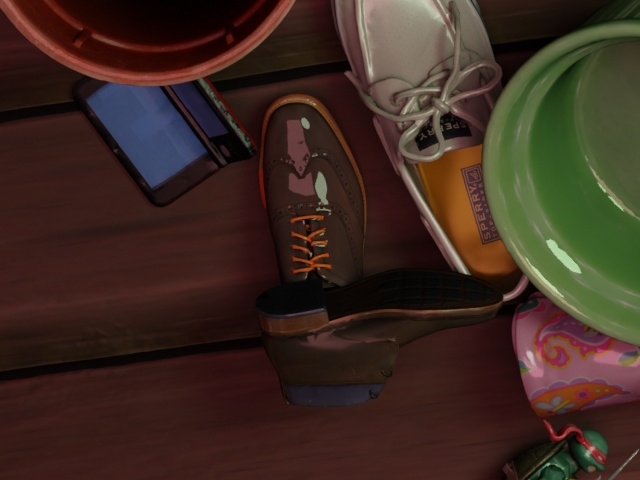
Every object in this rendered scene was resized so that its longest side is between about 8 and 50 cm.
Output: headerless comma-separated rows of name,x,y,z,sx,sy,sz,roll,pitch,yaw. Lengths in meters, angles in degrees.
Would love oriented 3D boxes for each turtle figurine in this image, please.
turtle figurine,0.216,0.257,1.794,0.234,0.175,0.118,-42,59,14

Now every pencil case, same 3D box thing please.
pencil case,0.320,0.090,1.723,0.284,0.124,0.124,-10,104,16

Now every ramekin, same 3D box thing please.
ramekin,0.302,-0.070,1.589,0.303,0.148,0.303,16,126,23

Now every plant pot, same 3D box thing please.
plant pot,-0.134,-0.285,1.584,0.272,0.265,0.272,0,104,1

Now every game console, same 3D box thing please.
game console,-0.144,-0.110,1.725,0.085,0.124,0.144,-40,102,-17

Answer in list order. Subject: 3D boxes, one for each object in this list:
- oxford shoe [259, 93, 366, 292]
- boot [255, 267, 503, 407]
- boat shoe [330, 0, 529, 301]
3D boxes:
oxford shoe,0.000,0.000,1.739,0.097,0.098,0.271,-11,104,4
boot,0.056,0.089,1.687,0.219,0.082,0.106,-3,118,6
boat shoe,0.104,-0.107,1.679,0.136,0.156,0.367,-18,104,6
